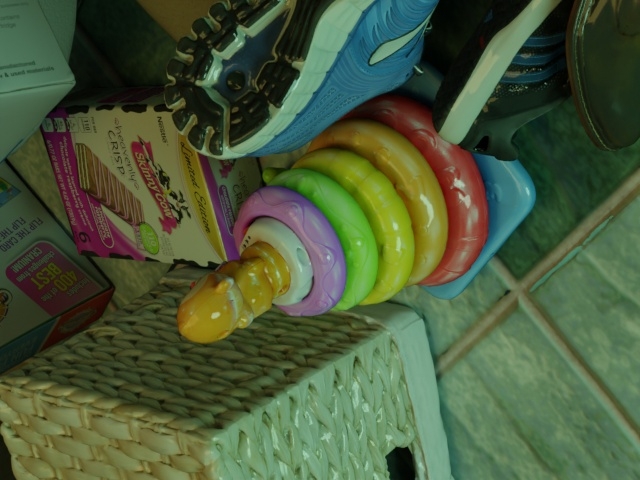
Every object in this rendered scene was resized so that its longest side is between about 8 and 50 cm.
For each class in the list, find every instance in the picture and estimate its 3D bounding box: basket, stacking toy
[{"bbox_3d":[-0.075,0.232,1.535,0.331,0.266,0.328,8,118,42],"label":"basket"},{"bbox_3d":[0.000,0.000,1.278,0.166,0.302,0.175,49,141,13],"label":"stacking toy"}]

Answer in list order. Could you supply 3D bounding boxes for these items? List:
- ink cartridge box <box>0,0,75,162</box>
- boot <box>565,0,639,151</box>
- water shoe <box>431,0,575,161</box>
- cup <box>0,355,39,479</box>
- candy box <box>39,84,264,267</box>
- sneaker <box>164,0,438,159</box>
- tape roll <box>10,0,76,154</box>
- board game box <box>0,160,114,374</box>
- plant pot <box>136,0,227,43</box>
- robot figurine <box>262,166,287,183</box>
[{"bbox_3d":[-0.378,-0.211,1.510,0.223,0.129,0.307,-38,74,44],"label":"ink cartridge box"},{"bbox_3d":[0.228,-0.151,1.117,0.106,0.082,0.219,22,126,41],"label":"boot"},{"bbox_3d":[0.159,-0.144,1.219,0.080,0.073,0.203,23,129,-17],"label":"water shoe"},{"bbox_3d":[-0.353,0.301,1.872,0.331,0.331,0.237,58,167,3],"label":"cup"},{"bbox_3d":[-0.158,-0.063,1.591,0.233,0.071,0.159,2,114,46],"label":"candy box"},{"bbox_3d":[0.030,-0.190,1.221,0.330,0.147,0.130,-46,69,15],"label":"sneaker"},{"bbox_3d":[-0.380,-0.268,1.644,0.392,0.072,0.392,14,111,43],"label":"tape roll"},{"bbox_3d":[-0.410,0.002,1.766,0.316,0.242,0.064,49,141,15],"label":"board game box"},{"bbox_3d":[-0.086,-0.276,1.275,0.256,0.256,0.274,18,142,39],"label":"plant pot"},{"bbox_3d":[-0.024,-0.016,1.479,0.115,0.067,0.101,-36,80,50],"label":"robot figurine"}]
